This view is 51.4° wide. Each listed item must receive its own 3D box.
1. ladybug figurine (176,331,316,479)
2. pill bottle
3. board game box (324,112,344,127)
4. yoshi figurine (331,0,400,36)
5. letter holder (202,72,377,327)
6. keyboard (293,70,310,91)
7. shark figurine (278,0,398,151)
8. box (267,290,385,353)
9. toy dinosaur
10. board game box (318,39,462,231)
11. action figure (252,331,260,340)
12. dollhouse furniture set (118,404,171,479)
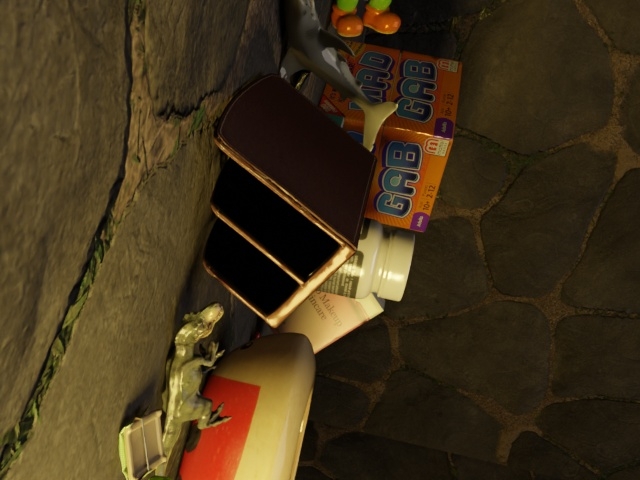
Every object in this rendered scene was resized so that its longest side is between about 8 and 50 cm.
[{"bbox_3d":[-0.121,0.351,1.003,0.305,0.161,0.450,92,10,-70],"label":"ladybug figurine"},{"bbox_3d":[0.031,0.025,1.301,0.161,0.283,0.161,12,90,-86],"label":"pill bottle"},{"bbox_3d":[-0.015,-0.115,1.700,0.336,0.079,0.254,97,6,-46],"label":"board game box"},{"bbox_3d":[0.131,-0.634,1.463,0.204,0.202,0.362,-62,162,-52],"label":"yoshi figurine"},{"bbox_3d":[-0.063,-0.075,0.869,0.152,0.214,0.302,-45,-167,26],"label":"letter holder"},{"bbox_3d":[-0.029,-0.341,1.279,0.100,0.038,0.192,-53,-169,31],"label":"keyboard"},{"bbox_3d":[-0.003,-0.274,1.081,0.116,0.278,0.166,-42,-151,-1],"label":"shark figurine"},{"bbox_3d":[0.007,0.142,1.459,0.232,0.149,0.127,-34,-179,9],"label":"box"},{"bbox_3d":[-0.155,0.189,0.803,0.118,0.064,0.268,-15,118,-69],"label":"toy dinosaur"},{"bbox_3d":[0.182,-0.301,1.915,0.357,0.356,0.356,98,6,-49],"label":"board game box"},{"bbox_3d":[-0.129,0.341,1.339,0.139,0.091,0.280,84,16,-46],"label":"action figure"},{"bbox_3d":[-0.195,0.251,0.681,0.076,0.058,0.152,-4,87,-78],"label":"dollhouse furniture set"}]
